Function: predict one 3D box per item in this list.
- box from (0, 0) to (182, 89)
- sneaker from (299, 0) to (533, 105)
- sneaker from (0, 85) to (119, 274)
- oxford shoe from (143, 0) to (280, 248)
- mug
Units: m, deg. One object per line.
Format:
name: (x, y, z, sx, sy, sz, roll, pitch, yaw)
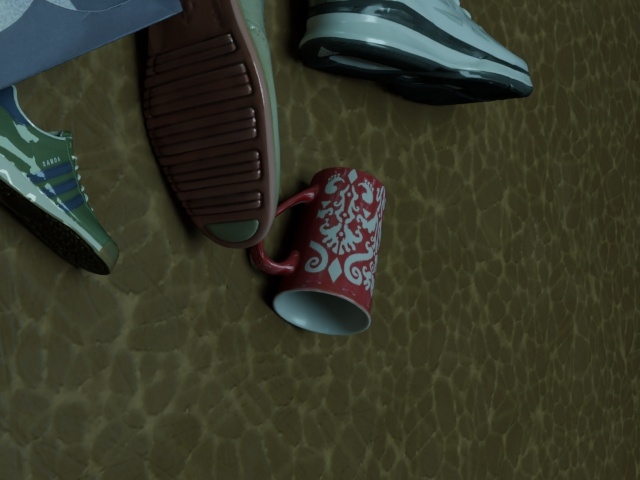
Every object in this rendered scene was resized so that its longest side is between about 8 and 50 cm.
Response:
box: (-0.250, -0.213, 0.836, 0.247, 0.142, 0.163, -40, 120, -50)
sneaker: (0.147, -0.324, 1.391, 0.448, 0.169, 0.257, 6, 84, -52)
sneaker: (-0.228, -0.055, 0.922, 0.192, 0.064, 0.086, 46, 56, -39)
oxford shoe: (-0.092, -0.193, 1.071, 0.146, 0.141, 0.396, -29, 114, -60)
mug: (0.009, 0.000, 1.224, 0.150, 0.113, 0.169, 46, 48, -45)
